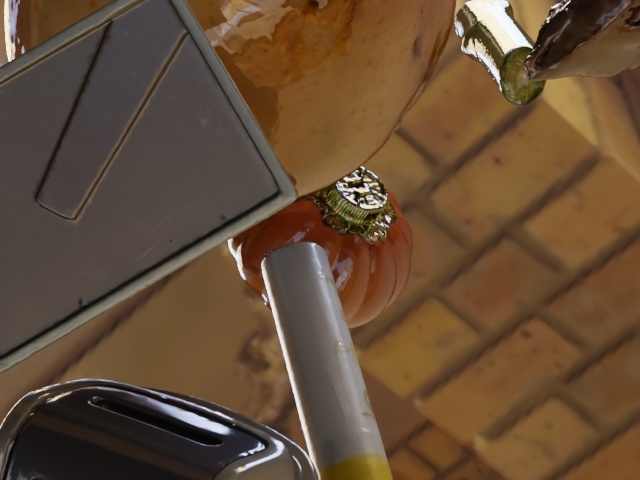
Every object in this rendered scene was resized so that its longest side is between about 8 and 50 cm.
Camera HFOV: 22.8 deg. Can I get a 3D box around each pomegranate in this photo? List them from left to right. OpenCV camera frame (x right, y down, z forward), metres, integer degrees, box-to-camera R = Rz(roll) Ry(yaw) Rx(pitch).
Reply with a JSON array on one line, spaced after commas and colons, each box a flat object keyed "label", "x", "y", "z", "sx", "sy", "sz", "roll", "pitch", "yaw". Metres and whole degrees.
[{"label": "pomegranate", "x": -0.088, "y": -0.220, "z": 1.341, "sx": 0.411, "sy": 0.411, "sz": 0.411, "roll": -40, "pitch": -154, "yaw": 24}]

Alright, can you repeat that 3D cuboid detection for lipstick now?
[{"label": "lipstick", "x": 0.008, "y": 0.120, "z": 1.249, "sx": 0.059, "sy": 0.059, "sz": 0.264, "roll": -37, "pitch": -129, "yaw": 29}]

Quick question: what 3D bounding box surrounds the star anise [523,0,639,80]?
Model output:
[{"label": "star anise", "x": 0.236, "y": -0.194, "z": 1.020, "sx": 0.292, "sy": 0.349, "sz": 0.109, "roll": -64, "pitch": -177, "yaw": -34}]

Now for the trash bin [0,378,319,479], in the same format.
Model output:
[{"label": "trash bin", "x": -0.099, "y": 0.226, "z": 1.094, "sx": 0.209, "sy": 0.290, "sz": 0.182, "roll": 15, "pitch": -127, "yaw": 27}]

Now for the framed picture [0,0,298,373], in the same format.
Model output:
[{"label": "framed picture", "x": -0.135, "y": -0.037, "z": 0.890, "sx": 0.203, "sy": 0.150, "sz": 0.015, "roll": -31, "pitch": -172, "yaw": -1}]

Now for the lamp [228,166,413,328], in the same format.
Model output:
[{"label": "lamp", "x": 0.000, "y": 0.000, "z": 1.819, "sx": 0.196, "sy": 0.223, "sz": 0.223, "roll": -53, "pitch": -162, "yaw": 39}]

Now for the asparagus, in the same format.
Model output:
[{"label": "asparagus", "x": 0.186, "y": -0.199, "z": 1.624, "sx": 0.278, "sy": 0.067, "sz": 0.060, "roll": -108, "pitch": -153, "yaw": -69}]
